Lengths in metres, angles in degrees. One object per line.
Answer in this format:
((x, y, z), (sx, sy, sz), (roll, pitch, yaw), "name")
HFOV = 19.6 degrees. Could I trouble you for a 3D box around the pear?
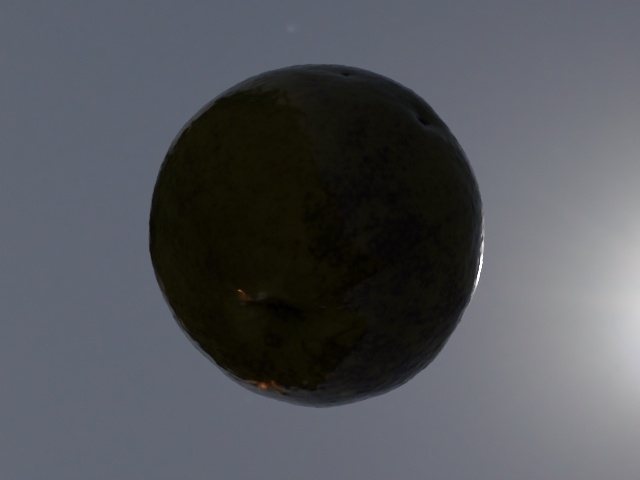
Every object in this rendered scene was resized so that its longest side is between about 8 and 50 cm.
((0.000, 0.000, 1.051), (0.197, 0.197, 0.197), (23, -64, 56), "pear")
